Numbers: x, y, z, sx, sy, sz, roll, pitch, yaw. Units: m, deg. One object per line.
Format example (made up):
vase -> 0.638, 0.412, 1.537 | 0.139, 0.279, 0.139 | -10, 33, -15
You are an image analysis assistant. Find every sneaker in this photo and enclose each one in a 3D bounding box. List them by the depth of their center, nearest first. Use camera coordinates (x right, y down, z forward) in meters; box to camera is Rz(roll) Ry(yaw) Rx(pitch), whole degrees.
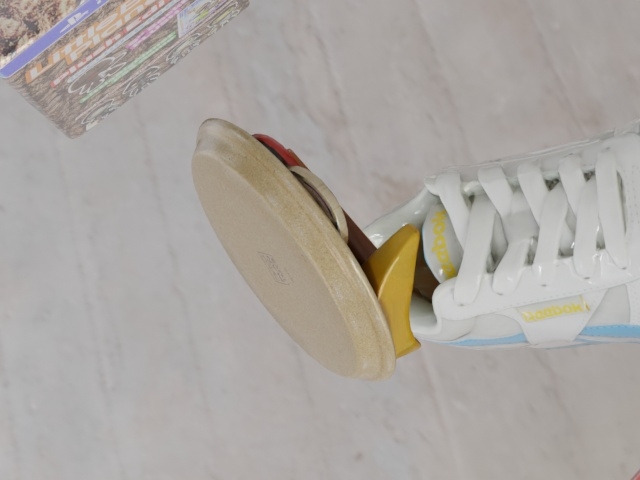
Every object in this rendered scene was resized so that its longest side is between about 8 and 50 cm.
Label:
sneaker -> 0.095, 0.002, 0.725 | 0.228, 0.092, 0.087 | -28, 63, 59

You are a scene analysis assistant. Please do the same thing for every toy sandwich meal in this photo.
toy sandwich meal -> 0.000, 0.000, 0.461 | 0.029, 0.086, 0.085 | -36, 50, -16

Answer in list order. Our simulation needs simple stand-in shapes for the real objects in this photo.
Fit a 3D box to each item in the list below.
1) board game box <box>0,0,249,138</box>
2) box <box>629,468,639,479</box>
board game box -> -0.167, -0.199, 1.002 | 0.141, 0.291, 0.232 | -39, 87, -2
box -> 0.206, 0.089, 0.701 | 0.128, 0.257, 0.122 | 44, 43, 13
